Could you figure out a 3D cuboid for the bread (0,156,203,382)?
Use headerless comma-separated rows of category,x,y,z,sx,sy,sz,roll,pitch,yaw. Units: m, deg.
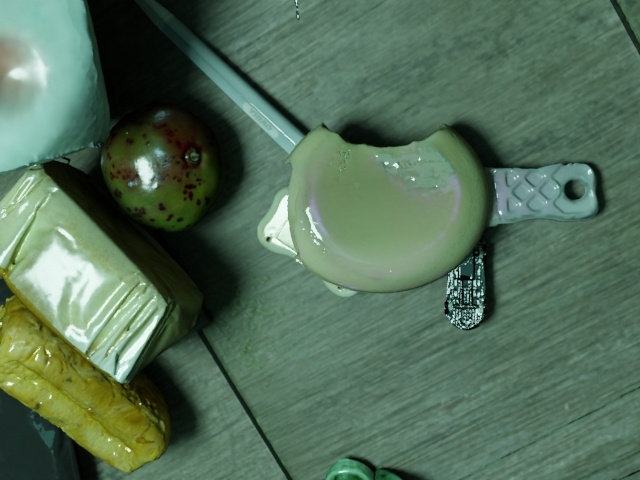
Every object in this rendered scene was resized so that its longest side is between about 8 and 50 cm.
bread,-0.218,0.030,0.964,0.110,0.192,0.210,-44,91,4

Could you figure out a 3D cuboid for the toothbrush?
toothbrush,-0.136,-0.198,0.982,0.342,0.030,0.025,42,132,3

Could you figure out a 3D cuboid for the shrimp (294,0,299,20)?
shrimp,-0.025,-0.369,0.872,0.116,0.145,0.343,-5,96,41

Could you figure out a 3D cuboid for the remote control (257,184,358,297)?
remote control,0.000,0.000,0.989,0.122,0.032,0.074,34,107,4

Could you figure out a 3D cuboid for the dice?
dice,-0.340,-0.185,0.859,0.268,0.264,0.263,-15,103,-13

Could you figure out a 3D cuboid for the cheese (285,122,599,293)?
cheese,0.111,-0.039,0.924,0.286,0.082,0.163,-6,87,-1

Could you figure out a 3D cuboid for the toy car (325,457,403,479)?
toy car,-0.046,0.324,1.018,0.305,0.136,0.125,-15,111,15

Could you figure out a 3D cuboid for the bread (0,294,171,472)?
bread,-0.239,0.141,1.009,0.083,0.114,0.211,-42,116,6

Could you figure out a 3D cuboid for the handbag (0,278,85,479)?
handbag,-0.361,0.193,1.096,0.191,0.075,0.332,-8,97,13

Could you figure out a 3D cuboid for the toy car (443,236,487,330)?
toy car,0.140,0.040,0.965,0.041,0.025,0.093,2,98,15

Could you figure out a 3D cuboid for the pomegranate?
pomegranate,-0.157,-0.068,0.970,0.130,0.130,0.130,3,102,13
